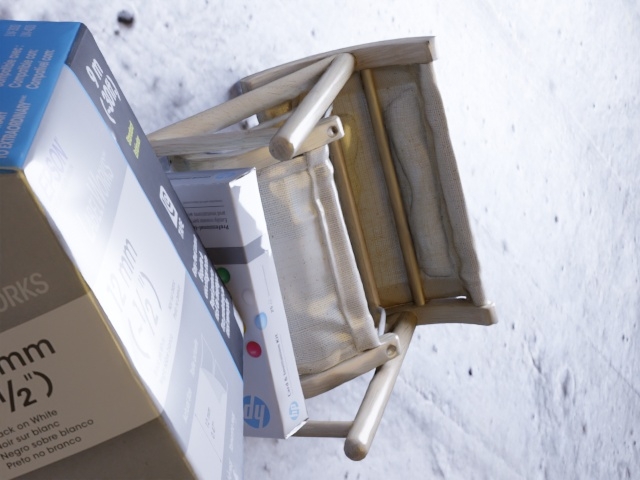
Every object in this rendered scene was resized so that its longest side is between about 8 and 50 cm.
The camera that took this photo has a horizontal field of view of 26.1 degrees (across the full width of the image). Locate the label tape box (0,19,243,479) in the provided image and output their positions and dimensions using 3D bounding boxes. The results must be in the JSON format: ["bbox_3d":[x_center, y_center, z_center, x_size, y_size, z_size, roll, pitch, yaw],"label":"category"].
[{"bbox_3d":[-0.159,-0.014,0.753,0.249,0.115,0.347,-95,163,-65],"label":"label tape box"}]

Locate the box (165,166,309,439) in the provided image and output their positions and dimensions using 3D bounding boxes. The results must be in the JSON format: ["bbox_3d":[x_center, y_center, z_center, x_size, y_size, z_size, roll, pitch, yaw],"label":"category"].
[{"bbox_3d":[-0.094,0.045,0.970,0.038,0.145,0.186,-35,118,-53],"label":"box"}]

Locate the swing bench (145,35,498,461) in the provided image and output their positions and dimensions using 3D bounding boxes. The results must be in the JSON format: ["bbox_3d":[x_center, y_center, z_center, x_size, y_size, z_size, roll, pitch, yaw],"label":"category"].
[{"bbox_3d":[0.000,0.000,1.083,0.255,0.165,0.253,-38,119,-51],"label":"swing bench"}]
